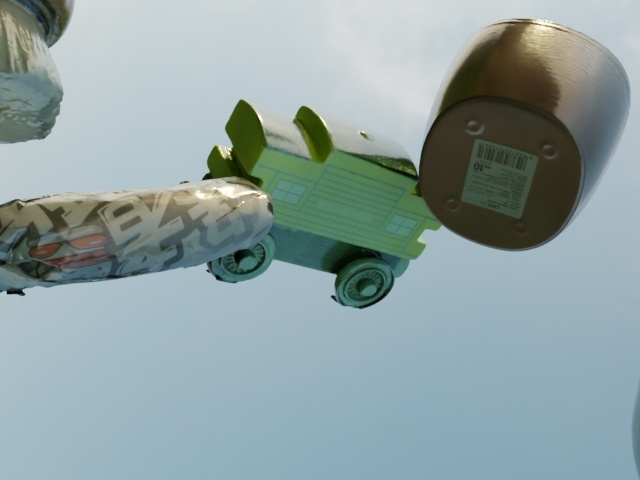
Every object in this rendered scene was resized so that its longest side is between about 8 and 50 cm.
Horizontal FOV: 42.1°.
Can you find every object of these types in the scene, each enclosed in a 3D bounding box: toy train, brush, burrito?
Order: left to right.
[{"bbox_3d":[-0.357,-0.202,0.739,0.174,0.267,0.166,-27,-125,54],"label":"brush"},{"bbox_3d":[-0.232,-0.010,0.960,0.139,0.446,0.101,28,-63,41],"label":"burrito"},{"bbox_3d":[-0.001,-0.058,1.295,0.272,0.442,0.179,-57,-142,25],"label":"toy train"}]

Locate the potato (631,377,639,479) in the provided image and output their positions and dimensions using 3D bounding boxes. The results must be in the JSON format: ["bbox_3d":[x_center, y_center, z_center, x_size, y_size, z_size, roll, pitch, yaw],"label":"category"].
[{"bbox_3d":[0.371,0.188,0.699,0.216,0.304,0.215,-31,-155,17],"label":"potato"}]

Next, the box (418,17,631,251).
[{"bbox_3d":[0.279,-0.142,1.182,0.301,0.301,0.216,-28,-164,38],"label":"box"}]
